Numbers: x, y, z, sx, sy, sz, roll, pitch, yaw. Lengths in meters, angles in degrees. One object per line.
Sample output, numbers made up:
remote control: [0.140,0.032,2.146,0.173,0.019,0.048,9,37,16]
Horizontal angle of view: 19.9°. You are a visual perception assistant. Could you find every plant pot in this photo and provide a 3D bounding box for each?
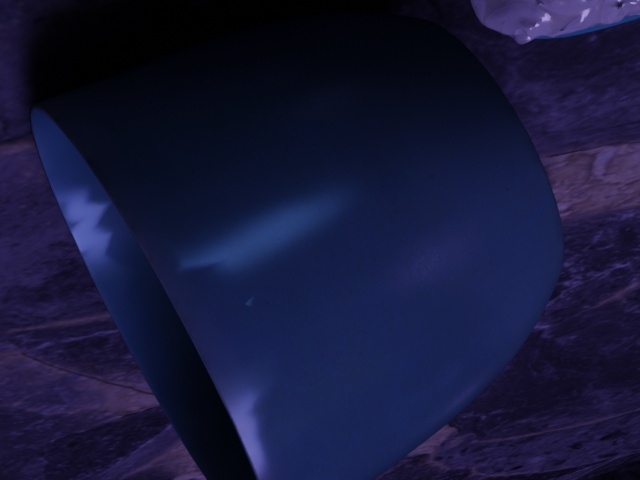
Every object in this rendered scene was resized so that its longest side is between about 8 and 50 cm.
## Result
plant pot: [0.000,0.000,1.086,0.235,0.293,0.293,-28,160,-13]

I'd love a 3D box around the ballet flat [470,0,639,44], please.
ballet flat: [0.245,-0.240,0.897,0.409,0.147,0.147,-25,157,3]
